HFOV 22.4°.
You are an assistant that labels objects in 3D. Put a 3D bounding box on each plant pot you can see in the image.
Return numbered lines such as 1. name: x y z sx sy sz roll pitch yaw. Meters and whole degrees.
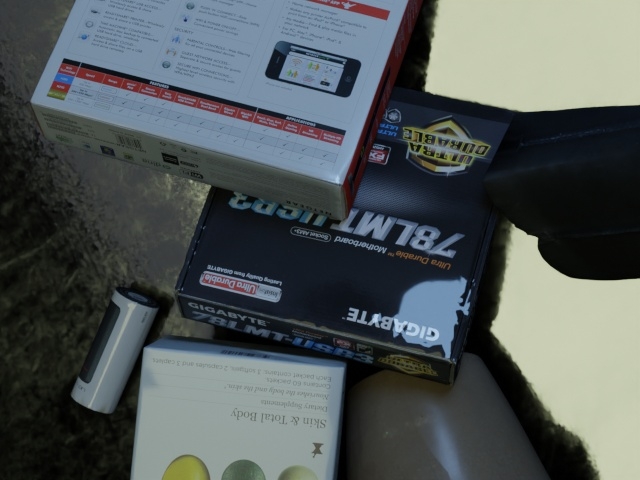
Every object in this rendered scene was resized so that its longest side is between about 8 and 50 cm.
1. plant pot: 0.122 0.246 1.665 0.263 0.263 0.229 -20 73 13

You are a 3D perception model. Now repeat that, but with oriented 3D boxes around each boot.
1. boot: 0.416 0.012 1.534 0.445 0.146 0.367 -8 124 44

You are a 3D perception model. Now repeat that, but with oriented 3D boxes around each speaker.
1. speaker: -0.230 0.124 1.811 0.055 0.055 0.136 26 99 9

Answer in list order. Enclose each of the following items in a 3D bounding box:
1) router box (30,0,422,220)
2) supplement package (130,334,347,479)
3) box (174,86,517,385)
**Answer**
1. router box: -0.086 -0.206 1.671 0.335 0.082 0.301 16 67 11
2. supplement package: -0.083 0.240 1.636 0.199 0.198 0.262 6 90 2
3. box: 0.034 -0.025 1.665 0.296 0.073 0.293 14 63 10
